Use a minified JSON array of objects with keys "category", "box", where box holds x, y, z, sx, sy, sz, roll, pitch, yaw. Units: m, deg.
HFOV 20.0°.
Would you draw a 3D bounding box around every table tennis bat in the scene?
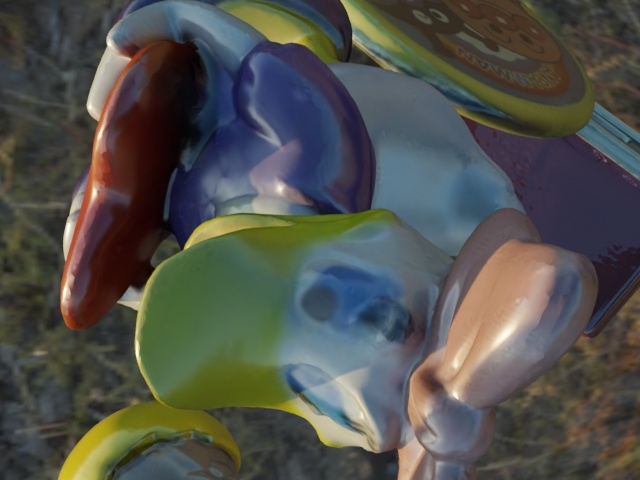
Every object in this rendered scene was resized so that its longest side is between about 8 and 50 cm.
[{"category":"table tennis bat","box":[0.049,-0.191,1.227,0.369,0.224,0.054,52,123,33]}]

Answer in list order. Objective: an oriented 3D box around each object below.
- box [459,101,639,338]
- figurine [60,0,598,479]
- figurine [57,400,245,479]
[{"category":"box","box":[0.200,-0.053,1.650,0.294,0.193,0.167,36,102,4]},{"category":"figurine","box":[-0.005,-0.003,0.720,0.193,0.421,0.154,13,108,-7]},{"category":"figurine","box":[-0.132,0.317,1.949,0.215,0.187,0.343,-36,56,-25]}]
